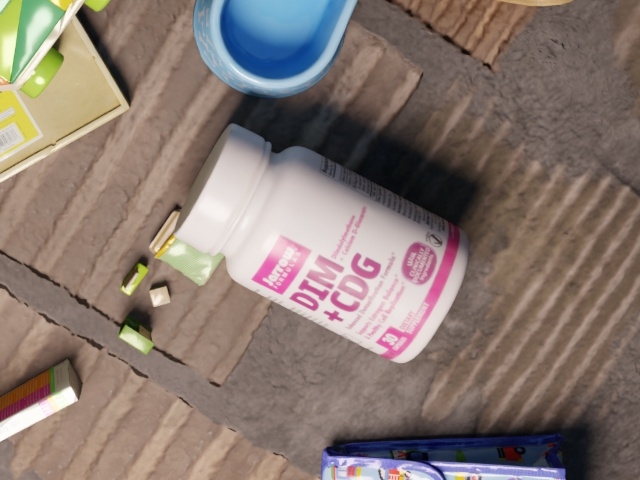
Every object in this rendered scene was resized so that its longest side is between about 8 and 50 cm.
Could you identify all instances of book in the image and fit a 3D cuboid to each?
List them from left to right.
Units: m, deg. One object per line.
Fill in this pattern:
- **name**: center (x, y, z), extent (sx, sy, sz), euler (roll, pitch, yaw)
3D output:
- **book**: center (-0.326, 0.184, 1.868), extent (0.144, 0.096, 0.035), euler (-27, 101, -1)

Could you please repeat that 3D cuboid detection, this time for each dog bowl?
- **dog bowl**: center (-0.024, -0.291, 1.840), extent (0.166, 0.074, 0.297), euler (23, 95, -9)

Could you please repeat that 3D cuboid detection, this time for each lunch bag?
- **lunch bag**: center (0.124, 0.337, 1.945), extent (0.293, 0.138, 0.221), euler (0, 100, 6)

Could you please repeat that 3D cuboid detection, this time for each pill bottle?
- **pill bottle**: center (0.000, 0.000, 1.844), extent (0.283, 0.160, 0.160), euler (27, 95, -9)

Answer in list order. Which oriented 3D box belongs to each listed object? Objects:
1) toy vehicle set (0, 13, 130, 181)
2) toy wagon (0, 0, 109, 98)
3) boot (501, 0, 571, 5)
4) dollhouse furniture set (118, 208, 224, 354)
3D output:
- **toy vehicle set**: center (-0.356, -0.146, 1.843), extent (0.267, 0.035, 0.166), euler (-29, 101, -1)
- **toy wagon**: center (-0.323, -0.308, 1.728), extent (0.267, 0.068, 0.344), euler (35, 112, -14)
- **boot**: center (0.156, -0.387, 1.822), extent (0.089, 0.236, 0.270), euler (-34, 127, -35)
- **dollhouse furniture set**: center (-0.164, 0.044, 1.883), extent (0.076, 0.058, 0.152), euler (35, 94, -11)
